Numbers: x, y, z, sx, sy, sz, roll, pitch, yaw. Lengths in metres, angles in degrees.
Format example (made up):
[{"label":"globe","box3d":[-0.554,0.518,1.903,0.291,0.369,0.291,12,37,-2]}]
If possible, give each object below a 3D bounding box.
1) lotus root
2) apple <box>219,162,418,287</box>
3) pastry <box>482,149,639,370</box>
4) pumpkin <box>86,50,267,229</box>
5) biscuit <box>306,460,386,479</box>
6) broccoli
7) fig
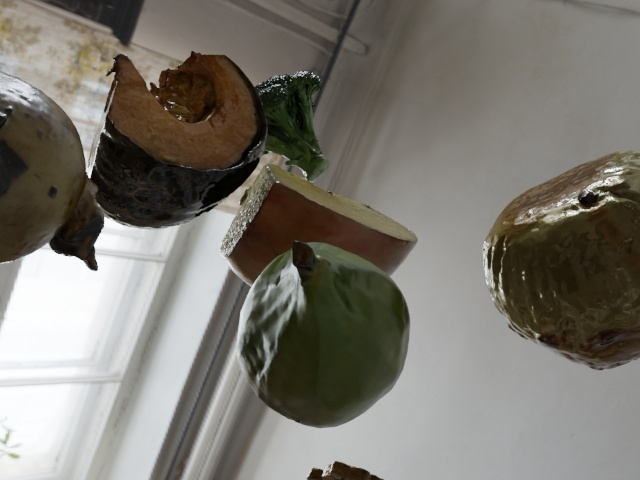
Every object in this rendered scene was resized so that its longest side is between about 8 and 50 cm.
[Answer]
[{"label":"lotus root","box3d":[-0.264,-0.060,0.468,0.154,0.257,0.140,3,-102,49]},{"label":"apple","box3d":[0.000,0.000,1.213,0.314,0.309,0.252,-43,-156,51]},{"label":"pastry","box3d":[0.473,0.042,1.124,0.388,0.388,0.313,-24,-76,37]},{"label":"pumpkin","box3d":[-0.243,-0.160,1.111,0.225,0.303,0.256,-38,-110,51]},{"label":"biscuit","box3d":[0.065,0.476,1.267,0.249,0.184,0.035,111,1,-60]},{"label":"broccoli","box3d":[-0.087,-0.254,1.562,0.254,0.269,0.269,107,-30,-67]},{"label":"fig","box3d":[-0.011,0.116,0.790,0.233,0.314,0.233,0,-91,13]}]
